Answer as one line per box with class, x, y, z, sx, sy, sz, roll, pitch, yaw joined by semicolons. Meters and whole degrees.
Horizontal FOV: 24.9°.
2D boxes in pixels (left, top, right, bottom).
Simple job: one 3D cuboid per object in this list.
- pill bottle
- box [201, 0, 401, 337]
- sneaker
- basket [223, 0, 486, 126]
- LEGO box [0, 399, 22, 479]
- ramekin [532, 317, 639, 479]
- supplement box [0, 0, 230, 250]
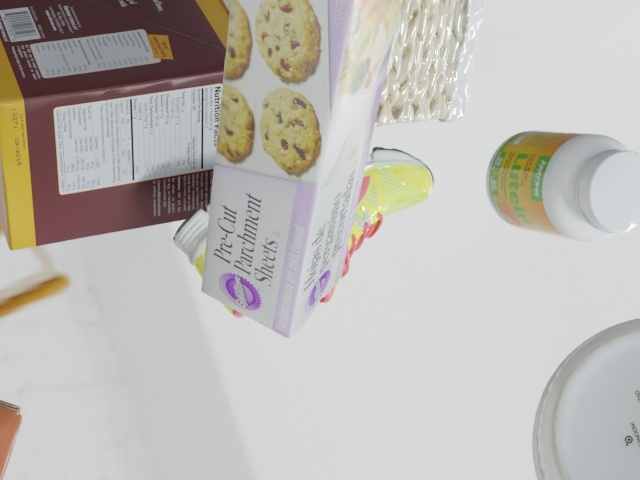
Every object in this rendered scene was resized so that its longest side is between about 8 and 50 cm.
pill bottle;0.323;-0.070;1.851;0.136;0.136;0.245;-17;-169;-18
box;-0.009;-0.075;0.732;0.063;0.067;0.324;-51;163;-36
sneaker;0.000;0.000;1.077;0.208;0.094;0.081;-21;162;-22
basket;-0.029;-0.300;1.434;0.266;0.331;0.328;-14;-150;-43
LEGO box;-0.398;0.289;1.153;0.193;0.373;0.500;19;167;-12
ramekin;0.339;0.198;1.439;0.272;0.273;0.127;-22;162;10
supplement box;-0.165;-0.113;1.113;0.194;0.191;0.129;-10;129;-18
